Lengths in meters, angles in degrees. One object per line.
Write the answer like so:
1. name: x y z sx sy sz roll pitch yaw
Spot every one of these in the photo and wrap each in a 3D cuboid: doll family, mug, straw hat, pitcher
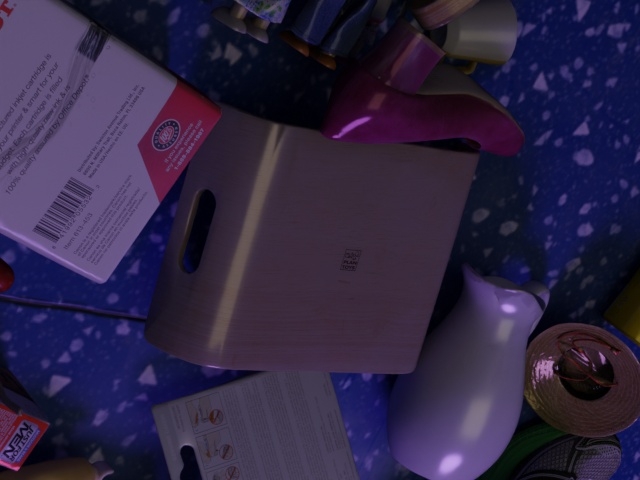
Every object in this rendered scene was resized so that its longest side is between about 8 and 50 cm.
1. doll family: 0.008 -0.228 1.311 0.263 0.118 0.163 18 107 -41
2. mug: 0.132 -0.180 1.464 0.064 0.062 0.078 -3 110 -24
3. straw hat: 0.283 0.132 1.733 0.061 0.144 0.144 -57 149 -53
4. pitcher: 0.158 0.131 1.624 0.178 0.125 0.207 7 108 -60

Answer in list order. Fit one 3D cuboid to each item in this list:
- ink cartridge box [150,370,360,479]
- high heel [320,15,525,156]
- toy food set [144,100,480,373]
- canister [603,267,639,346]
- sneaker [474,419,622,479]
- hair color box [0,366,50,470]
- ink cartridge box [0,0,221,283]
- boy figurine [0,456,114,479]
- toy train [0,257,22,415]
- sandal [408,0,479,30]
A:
1. ink cartridge box: -0.061 0.196 1.508 0.179 0.045 0.145 -16 89 -23
2. high heel: 0.093 -0.098 1.429 0.117 0.082 0.244 -50 149 6
3. toy food set: 0.000 0.000 1.467 0.306 0.092 0.220 5 107 -42
4. canister: 0.394 0.047 1.759 0.126 0.073 0.170 34 95 -41
5. sneaker: 0.210 0.319 1.718 0.343 0.146 0.134 -41 130 -27
6. hair color box: -0.307 0.116 1.307 0.167 0.093 0.053 33 95 -42
7. ink cartridge box: -0.221 -0.098 1.241 0.237 0.100 0.172 32 95 -42
8. boy figurine: -0.253 0.265 1.426 0.285 0.092 0.177 23 95 -39
9. toy train: -0.299 0.030 1.166 0.143 0.248 0.105 37 91 -37
10. sandal: 0.159 -0.284 1.409 0.240 0.088 0.079 -41 111 -12
